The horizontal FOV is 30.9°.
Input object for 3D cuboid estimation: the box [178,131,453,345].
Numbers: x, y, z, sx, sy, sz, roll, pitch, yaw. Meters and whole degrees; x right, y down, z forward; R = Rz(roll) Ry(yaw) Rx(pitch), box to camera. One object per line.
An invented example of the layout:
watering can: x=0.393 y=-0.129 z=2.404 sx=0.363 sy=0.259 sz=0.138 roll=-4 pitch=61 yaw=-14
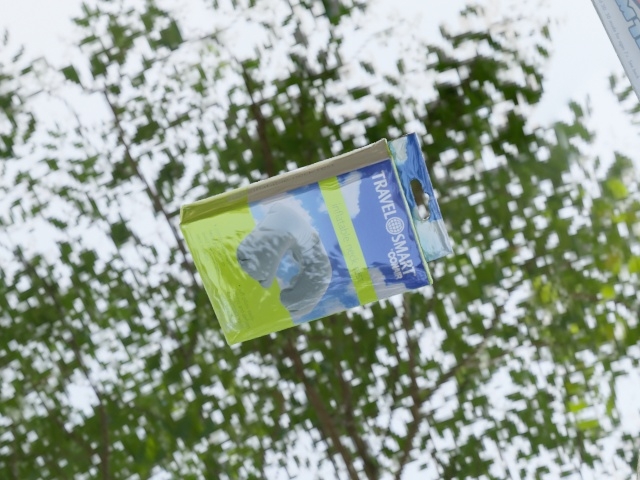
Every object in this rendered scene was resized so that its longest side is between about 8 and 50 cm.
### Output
box: x=0.000 y=0.000 z=0.836 sx=0.178 sy=0.109 sz=0.042 roll=-18 pitch=-155 yaw=5

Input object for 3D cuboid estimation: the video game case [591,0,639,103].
video game case: x=0.171 y=-0.103 z=0.501 sx=0.019 sy=0.157 sz=0.143 roll=-30 pitch=-173 yaw=-19

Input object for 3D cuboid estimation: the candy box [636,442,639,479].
candy box: x=0.415 y=0.213 z=1.140 sx=0.183 sy=0.087 sz=0.316 roll=22 pitch=-138 yaw=2
